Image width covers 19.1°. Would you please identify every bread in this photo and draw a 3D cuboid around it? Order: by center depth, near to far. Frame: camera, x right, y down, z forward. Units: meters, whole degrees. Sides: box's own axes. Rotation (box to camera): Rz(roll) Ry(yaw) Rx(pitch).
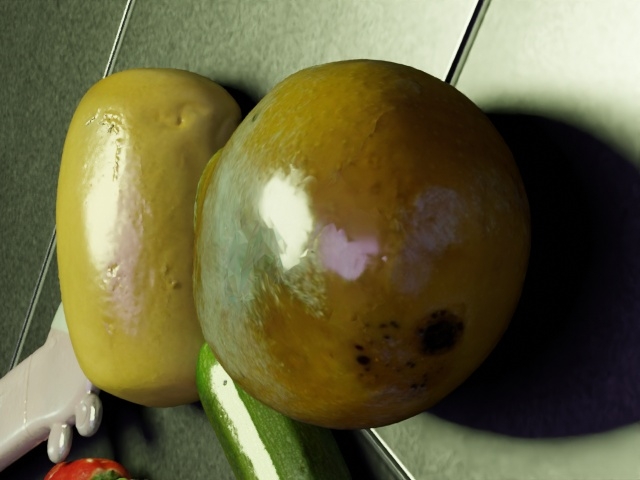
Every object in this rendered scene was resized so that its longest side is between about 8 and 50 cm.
[{"bbox_3d":[-0.115,-0.002,1.210,0.147,0.098,0.217,-8,81,58],"label":"bread"}]

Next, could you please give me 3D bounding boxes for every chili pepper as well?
[{"bbox_3d":[-0.168,0.180,1.314,0.191,0.050,0.059,-31,81,58],"label":"chili pepper"}]

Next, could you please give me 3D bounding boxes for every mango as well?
[{"bbox_3d":[0.000,0.000,1.012,0.316,0.146,0.192,9,92,64],"label":"mango"}]

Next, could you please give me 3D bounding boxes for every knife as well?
[{"bbox_3d":[-0.242,0.143,1.427,0.399,0.038,0.132,-35,45,49],"label":"knife"}]

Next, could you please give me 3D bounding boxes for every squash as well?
[{"bbox_3d":[-0.014,0.142,1.093,0.066,0.066,0.228,-54,49,39],"label":"squash"}]
